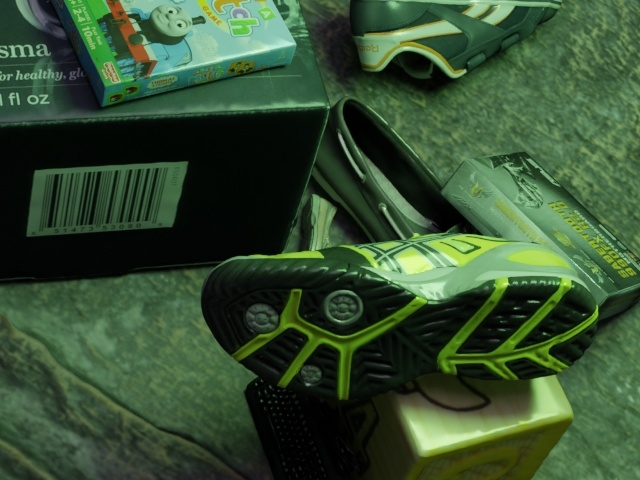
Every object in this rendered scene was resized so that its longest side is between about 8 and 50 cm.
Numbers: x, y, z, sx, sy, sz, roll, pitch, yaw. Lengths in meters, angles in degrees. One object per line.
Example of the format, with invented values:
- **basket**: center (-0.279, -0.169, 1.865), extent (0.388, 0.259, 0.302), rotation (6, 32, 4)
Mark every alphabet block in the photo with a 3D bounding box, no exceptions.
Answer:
- **alphabet block**: center (0.123, 0.166, 1.832), extent (0.192, 0.193, 0.197), rotation (-13, 61, -21)

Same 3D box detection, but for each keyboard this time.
- **keyboard**: center (-0.019, 0.211, 1.827), extent (0.100, 0.038, 0.192), rotation (-31, 61, 15)

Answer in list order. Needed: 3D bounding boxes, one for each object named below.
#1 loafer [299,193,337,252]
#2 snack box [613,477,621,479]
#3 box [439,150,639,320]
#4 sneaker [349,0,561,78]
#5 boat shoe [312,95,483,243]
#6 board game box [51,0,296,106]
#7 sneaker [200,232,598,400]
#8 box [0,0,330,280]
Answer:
- **loafer**: center (0.000, 0.000, 2.007), extent (0.039, 0.045, 0.125), rotation (17, 49, -16)
- **snack box**: center (0.299, 0.337, 1.865), extent (0.064, 0.022, 0.178), rotation (38, 55, 10)
- **box**: center (0.268, -0.006, 2.019), extent (0.231, 0.056, 0.183), rotation (45, 23, 18)
- **sneaker**: center (0.169, -0.270, 2.195), extent (0.321, 0.126, 0.127), rotation (-4, 100, -33)
- **boat shoe**: center (0.110, -0.032, 2.015), extent (0.335, 0.095, 0.112), rotation (46, 45, 17)
- **board game box**: center (-0.153, -0.228, 1.765), extent (0.211, 0.039, 0.160), rotation (-15, 62, -25)
- **sneaker**: center (0.072, 0.064, 1.710), extent (0.384, 0.145, 0.147), rotation (4, 25, -9)
- **box**: center (-0.290, -0.230, 1.937), extent (0.480, 0.297, 0.472), rotation (-5, 56, -18)
